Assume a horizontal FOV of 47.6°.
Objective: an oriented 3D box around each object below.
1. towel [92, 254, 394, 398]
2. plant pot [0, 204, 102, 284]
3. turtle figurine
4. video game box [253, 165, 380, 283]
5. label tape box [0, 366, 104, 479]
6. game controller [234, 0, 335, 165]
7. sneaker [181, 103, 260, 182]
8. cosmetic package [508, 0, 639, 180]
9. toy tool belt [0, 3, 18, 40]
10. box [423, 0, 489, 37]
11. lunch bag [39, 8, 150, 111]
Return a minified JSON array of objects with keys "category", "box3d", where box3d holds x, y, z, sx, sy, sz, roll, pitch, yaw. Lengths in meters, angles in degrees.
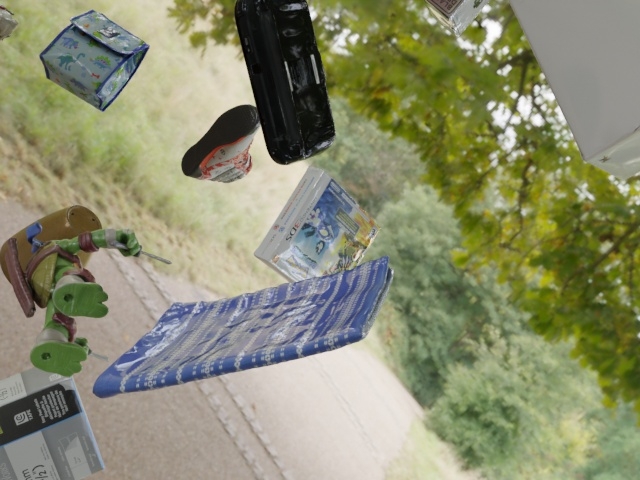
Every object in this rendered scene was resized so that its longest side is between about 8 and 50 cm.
[{"category":"towel","box3d":[-0.085,0.099,0.883,0.243,0.335,0.040,-50,124,-68]},{"category":"plant pot","box3d":[-0.758,0.013,2.113,0.237,0.254,0.237,38,30,-26]},{"category":"turtle figurine","box3d":[-0.327,0.088,1.073,0.275,0.197,0.266,56,-1,-24]},{"category":"video game box","box3d":[0.000,0.000,1.289,0.048,0.187,0.205,24,-12,45]},{"category":"label tape box","box3d":[-0.657,0.427,1.500,0.115,0.347,0.249,31,-43,54]},{"category":"game controller","box3d":[-0.059,-0.305,1.346,0.166,0.067,0.319,-29,112,-46]},{"category":"sneaker","box3d":[-0.201,-0.228,1.748,0.145,0.270,0.090,10,54,-49]},{"category":"cosmetic package","box3d":[0.418,-0.296,1.042,0.155,0.197,0.366,11,56,-48]},{"category":"toy tool belt","box3d":[-0.567,-0.379,1.275,0.052,0.051,0.083,22,22,-43]},{"category":"box","box3d":[0.352,-0.593,1.561,0.087,0.290,0.169,44,14,12]},{"category":"lunch bag","box3d":[-0.401,-0.331,1.303,0.128,0.151,0.096,33,-24,2]}]
